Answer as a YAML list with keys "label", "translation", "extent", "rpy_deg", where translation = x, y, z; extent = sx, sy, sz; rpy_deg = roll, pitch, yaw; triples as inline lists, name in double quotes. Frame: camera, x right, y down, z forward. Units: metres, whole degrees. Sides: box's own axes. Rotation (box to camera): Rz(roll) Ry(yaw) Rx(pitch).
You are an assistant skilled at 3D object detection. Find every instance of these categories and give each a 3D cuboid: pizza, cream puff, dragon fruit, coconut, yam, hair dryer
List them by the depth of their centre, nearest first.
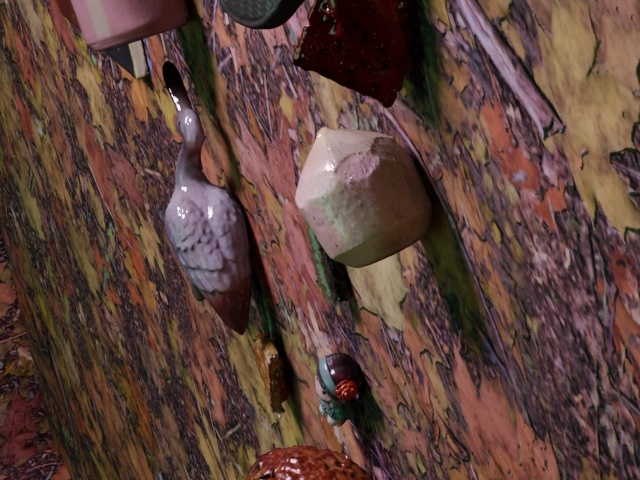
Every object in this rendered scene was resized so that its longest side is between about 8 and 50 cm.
- label: "dragon fruit"
  translation: [0.045, -0.168, 1.544]
  extent: [0.063, 0.097, 0.131]
  rpy_deg: [56, 139, 33]
- label: "coconut"
  translation: [0.032, -0.042, 1.654]
  extent: [0.124, 0.110, 0.110]
  rpy_deg: [64, 164, 0]
- label: "yam"
  translation: [0.000, 0.000, 1.937]
  extent: [0.033, 0.027, 0.129]
  rpy_deg: [-176, 69, -71]
- label: "hair dryer"
  translation: [-0.185, -0.323, 2.046]
  extent: [0.352, 0.125, 0.210]
  rpy_deg: [0, 109, 66]
- label: "cream puff"
  translation: [0.005, 0.331, 2.058]
  extent: [0.240, 0.164, 0.240]
  rpy_deg: [36, 138, 41]
- label: "pizza"
  translation: [-0.058, 0.143, 2.295]
  extent: [0.099, 0.029, 0.100]
  rpy_deg: [-116, 18, -50]

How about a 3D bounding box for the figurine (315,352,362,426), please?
- label: "figurine"
  translation: [0.019, 0.160, 2.020]
  extent: [0.106, 0.047, 0.060]
  rpy_deg: [94, 161, -58]

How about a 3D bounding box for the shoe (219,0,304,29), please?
- label: "shoe"
  translation: [-0.012, -0.286, 1.574]
  extent: [0.108, 0.093, 0.241]
  rpy_deg: [29, 116, 43]

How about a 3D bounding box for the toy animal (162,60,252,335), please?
- label: "toy animal"
  translation: [-0.137, -0.023, 2.241]
  extent: [0.195, 0.090, 0.324]
  rpy_deg: [-125, 21, -44]

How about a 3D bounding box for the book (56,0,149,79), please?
- label: "book"
  translation: [-0.318, -0.380, 2.548]
  extent: [0.374, 0.028, 0.262]
  rpy_deg: [40, 147, 60]
